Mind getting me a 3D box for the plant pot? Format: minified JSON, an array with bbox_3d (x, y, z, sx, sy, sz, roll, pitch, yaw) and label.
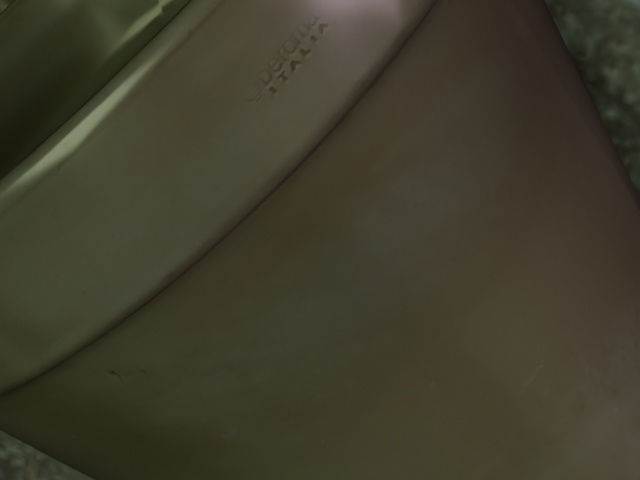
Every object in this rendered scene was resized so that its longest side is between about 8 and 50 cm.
[{"bbox_3d":[0.000,0.000,0.730,0.323,0.323,0.280,-38,110,21],"label":"plant pot"}]
